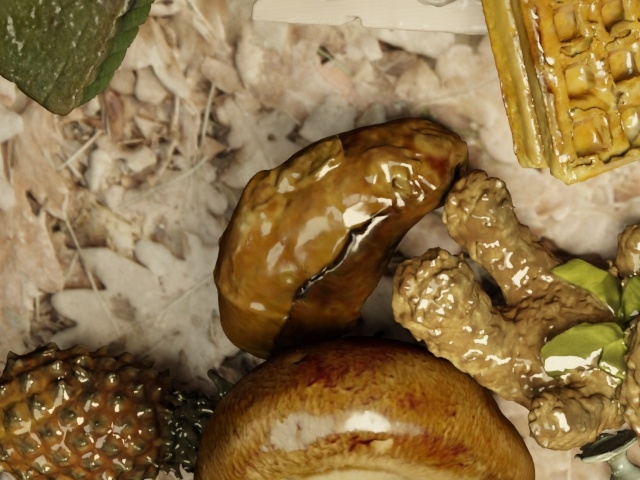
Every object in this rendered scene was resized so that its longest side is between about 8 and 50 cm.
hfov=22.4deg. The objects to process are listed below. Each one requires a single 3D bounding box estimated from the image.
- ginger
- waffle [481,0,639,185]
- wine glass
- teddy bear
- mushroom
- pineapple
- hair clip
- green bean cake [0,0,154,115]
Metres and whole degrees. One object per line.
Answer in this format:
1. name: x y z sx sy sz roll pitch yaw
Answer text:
1. ginger: 0.000 0.000 1.559 0.321 0.172 0.165 -46 47 32
2. waffle: 0.240 -0.220 1.336 0.091 0.213 0.308 -151 46 -67
3. wine glass: 0.309 0.260 1.558 0.072 0.072 0.155 -25 96 31
4. teddy bear: 0.237 0.075 1.434 0.296 0.246 0.222 47 146 -21
5. mushroom: 0.042 0.224 1.555 0.345 0.239 0.345 10 125 14
6. pineapple: -0.174 0.205 1.738 0.361 0.175 0.175 9 113 6
7. hair clip: 0.088 -0.241 1.468 0.331 0.085 0.101 4 119 21
8. green bean cake: -0.267 -0.244 1.639 0.173 0.094 0.181 38 120 8
